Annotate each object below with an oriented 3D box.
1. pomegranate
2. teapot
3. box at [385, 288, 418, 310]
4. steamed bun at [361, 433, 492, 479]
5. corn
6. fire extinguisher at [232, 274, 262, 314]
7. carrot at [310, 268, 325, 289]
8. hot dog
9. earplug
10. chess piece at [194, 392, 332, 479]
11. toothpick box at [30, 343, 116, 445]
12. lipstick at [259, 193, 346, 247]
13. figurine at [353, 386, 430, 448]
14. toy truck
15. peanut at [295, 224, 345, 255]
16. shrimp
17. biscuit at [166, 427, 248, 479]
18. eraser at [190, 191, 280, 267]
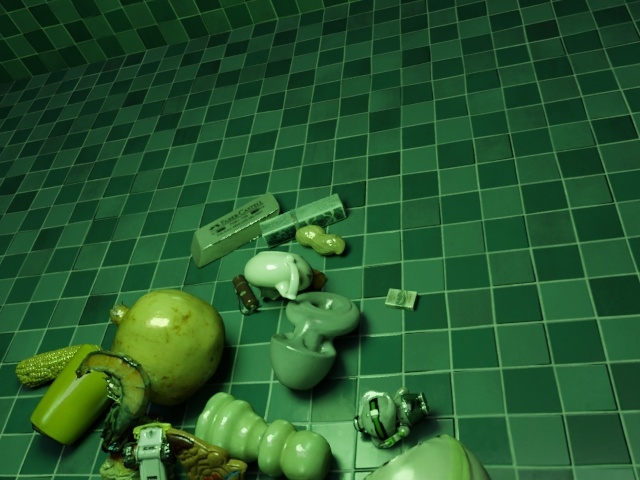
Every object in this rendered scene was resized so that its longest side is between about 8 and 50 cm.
[{"bbox_3d":[-0.443,0.285,1.654,0.342,0.342,0.342,-11,48,12],"label":"pomegranate"},{"bbox_3d":[-0.121,0.107,1.725,0.204,0.298,0.139,10,79,-15],"label":"teapot"},{"bbox_3d":[0.234,0.170,1.695,0.083,0.024,0.054,6,52,25],"label":"box"},{"bbox_3d":[0.233,0.575,1.188,0.309,0.309,0.309,-11,48,12],"label":"steamed bun"},{"bbox_3d":[-0.824,0.393,1.868,0.291,0.101,0.101,-14,48,6],"label":"corn"},{"bbox_3d":[-0.238,0.179,1.860,0.078,0.045,0.157,-50,47,15],"label":"fire extinguisher"},{"bbox_3d":[-0.072,0.086,1.874,0.057,0.057,0.224,-44,44,-17],"label":"carrot"},{"bbox_3d":[-0.494,0.568,1.591,0.146,0.103,0.213,27,80,22],"label":"hot dog"},{"bbox_3d":[-0.019,0.261,1.632,0.214,0.175,0.325,14,48,24],"label":"earplug"},{"bbox_3d":[-0.130,0.504,1.460,0.330,0.182,0.182,10,56,21],"label":"chess piece"},{"bbox_3d":[-0.705,0.455,1.716,0.175,0.175,0.271,20,64,33],"label":"toothpick box"},{"bbox_3d":[-0.057,-0.068,1.973,0.289,0.077,0.076,-22,43,1],"label":"lipstick"},{"bbox_3d":[0.169,0.428,1.441,0.192,0.126,0.147,-24,65,17],"label":"figurine"},{"bbox_3d":[-0.410,0.605,1.479,0.136,0.111,0.286,-7,84,5],"label":"toy truck"},{"bbox_3d":[0.000,0.000,1.893,0.187,0.082,0.082,25,64,36],"label":"peanut"},{"bbox_3d":[-0.552,0.411,1.518,0.222,0.290,0.054,24,17,12],"label":"shrimp"},{"bbox_3d":[-0.266,0.555,1.428,0.183,0.280,0.043,-43,8,30],"label":"biscuit"},{"bbox_3d":[-0.299,-0.038,2.041,0.352,0.077,0.111,-29,48,-4],"label":"eraser"}]
